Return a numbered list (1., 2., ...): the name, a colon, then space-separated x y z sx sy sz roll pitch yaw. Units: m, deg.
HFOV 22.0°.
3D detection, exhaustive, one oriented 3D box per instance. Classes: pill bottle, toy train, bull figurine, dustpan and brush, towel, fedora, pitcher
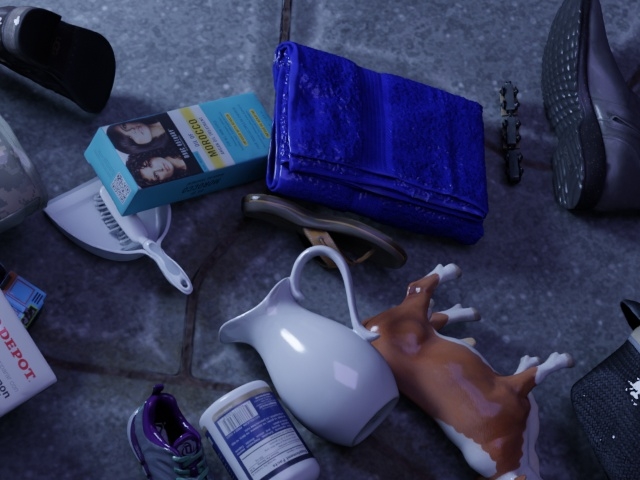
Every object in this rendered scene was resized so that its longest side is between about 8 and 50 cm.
1. pill bottle: -0.059 0.254 1.900 0.094 0.094 0.169 -25 71 -26
2. toy train: -0.399 0.108 1.894 0.105 0.080 0.184 34 60 -6
3. bull figurine: 0.187 0.176 2.006 0.310 0.101 0.188 41 64 10
4. dustpan and brush: -0.224 -0.006 2.017 0.147 0.060 0.211 -30 73 -28
5. towel: 0.081 -0.130 2.128 0.308 0.076 0.227 15 59 -23
6. toy train: 0.261 -0.147 2.250 0.027 0.036 0.158 -2 62 4
7. fedora: 0.407 0.241 1.979 0.152 0.334 0.334 -33 72 3
8. pitcher: 0.009 0.125 1.957 0.207 0.125 0.178 44 98 15

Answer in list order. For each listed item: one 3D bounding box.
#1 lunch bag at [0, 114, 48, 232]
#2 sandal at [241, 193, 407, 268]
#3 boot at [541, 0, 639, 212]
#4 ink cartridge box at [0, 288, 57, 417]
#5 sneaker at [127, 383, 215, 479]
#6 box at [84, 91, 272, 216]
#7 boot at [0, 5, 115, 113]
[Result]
1. lunch bag: -0.487 -0.083 1.922 0.235 0.169 0.287 -30 69 -28
2. sandal: 0.000 0.000 2.067 0.219 0.090 0.060 20 75 -6
3. boot: 0.432 -0.178 2.286 0.223 0.118 0.338 6 71 -16
4. ink cartridge box: -0.430 0.145 1.772 0.237 0.100 0.172 -33 91 -24
5. sneaker: -0.153 0.273 1.860 0.083 0.098 0.223 -23 70 -26
6. box: -0.164 -0.111 2.061 0.244 0.060 0.100 -18 67 -39
7. boot: -0.400 -0.249 2.059 0.229 0.263 0.091 13 77 27
